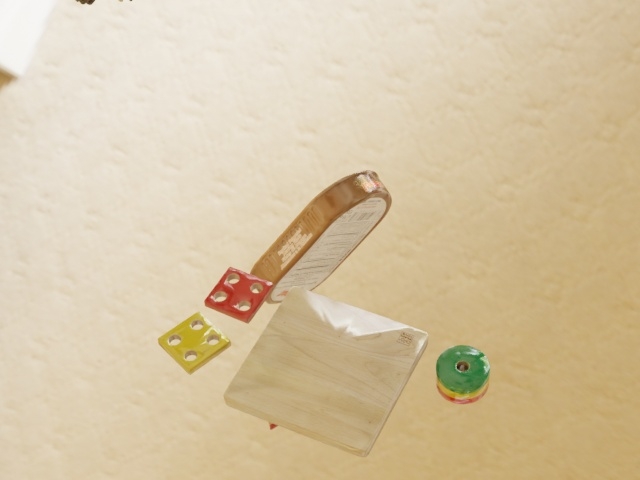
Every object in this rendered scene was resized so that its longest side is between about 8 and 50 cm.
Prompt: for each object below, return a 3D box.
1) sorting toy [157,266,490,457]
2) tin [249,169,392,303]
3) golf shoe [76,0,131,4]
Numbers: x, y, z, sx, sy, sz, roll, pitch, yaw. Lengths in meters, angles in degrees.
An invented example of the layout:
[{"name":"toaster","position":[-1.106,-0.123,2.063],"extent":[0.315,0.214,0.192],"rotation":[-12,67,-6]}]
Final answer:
[{"name":"sorting toy","position":[-0.002,0.116,1.227],"extent":[0.274,0.046,0.132],"rotation":[19,52,18]},{"name":"tin","position":[0.000,0.000,1.518],"extent":[0.190,0.106,0.040],"rotation":[-48,63,30]},{"name":"golf shoe","position":[-0.237,-0.263,1.133],"extent":[0.105,0.273,0.120],"rotation":[-38,72,25]}]
